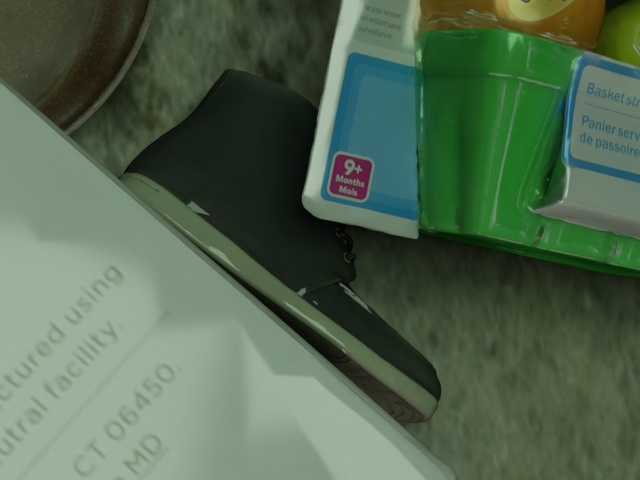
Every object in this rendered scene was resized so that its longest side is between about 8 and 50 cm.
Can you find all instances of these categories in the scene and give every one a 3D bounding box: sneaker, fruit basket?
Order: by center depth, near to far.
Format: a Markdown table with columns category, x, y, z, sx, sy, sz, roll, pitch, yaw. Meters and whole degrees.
| category | x | y | z | sx | sy | sz | roll | pitch | yaw |
| --- | --- | --- | --- | --- | --- | --- | --- | --- | --- |
| fruit basket | 0.167 | -0.155 | 1.009 | 0.327 | 0.165 | 0.353 | 13 | 94 | -31 |
| sneaker | 0.000 | 0.000 | 1.015 | 0.222 | 0.083 | 0.118 | 39 | 68 | -2 |

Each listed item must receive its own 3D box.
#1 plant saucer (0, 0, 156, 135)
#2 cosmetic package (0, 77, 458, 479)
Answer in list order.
| category | x | y | z | sx | sy | sz | roll | pitch | yaw |
| --- | --- | --- | --- | --- | --- | --- | --- | --- | --- |
| plant saucer | -0.246 | -0.171 | 1.009 | 0.311 | 0.050 | 0.310 | 4 | 75 | -15 |
| cosmetic package | -0.210 | 0.144 | 0.748 | 0.327 | 0.394 | 0.329 | 41 | 69 | -2 |
